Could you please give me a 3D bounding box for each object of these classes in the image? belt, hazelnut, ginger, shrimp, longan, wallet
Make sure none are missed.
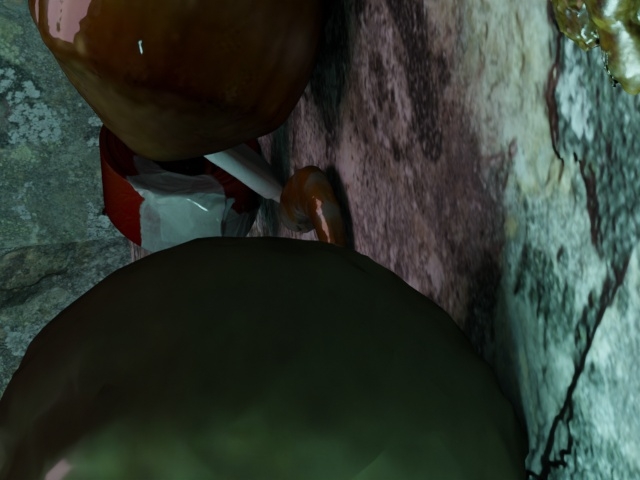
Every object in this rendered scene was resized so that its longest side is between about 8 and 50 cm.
[{"bbox_3d":[-0.203,-0.092,1.755,0.324,0.227,0.115,-113,20,-54],"label":"belt"},{"bbox_3d":[-0.141,-0.269,1.313,0.372,0.315,0.372,-61,12,23],"label":"hazelnut"},{"bbox_3d":[0.149,-0.164,0.641,0.103,0.073,0.162,-117,25,-58],"label":"ginger"},{"bbox_3d":[0.000,0.000,1.376,0.161,0.049,0.166,132,123,-69],"label":"shrimp"},{"bbox_3d":[-0.035,0.205,0.885,0.404,0.404,0.436,-110,-3,-45],"label":"longan"},{"bbox_3d":[-0.124,-0.117,1.586,0.032,0.183,0.124,-49,32,13],"label":"wallet"}]
